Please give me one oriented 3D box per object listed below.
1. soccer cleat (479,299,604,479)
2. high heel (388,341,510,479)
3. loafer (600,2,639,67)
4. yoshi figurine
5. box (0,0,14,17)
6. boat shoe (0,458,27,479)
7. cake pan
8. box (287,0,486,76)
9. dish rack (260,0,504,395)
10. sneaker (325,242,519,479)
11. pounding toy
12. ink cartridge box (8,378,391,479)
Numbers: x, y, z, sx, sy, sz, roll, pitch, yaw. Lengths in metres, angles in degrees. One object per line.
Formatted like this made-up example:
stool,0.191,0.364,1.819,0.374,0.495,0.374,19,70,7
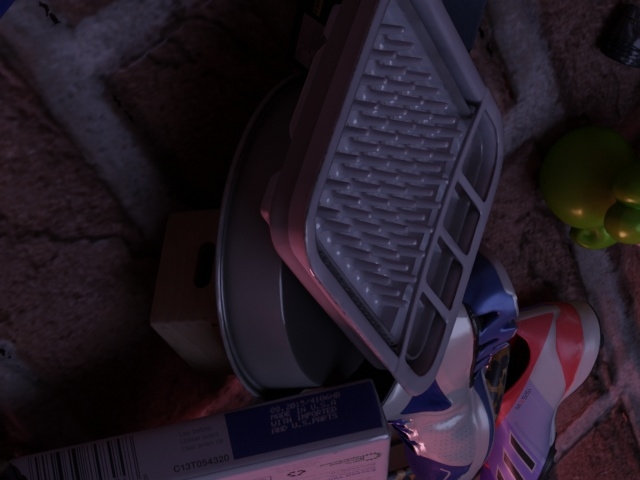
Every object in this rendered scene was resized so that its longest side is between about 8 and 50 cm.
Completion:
soccer cleat,0.232,0.202,2.015,0.116,0.108,0.318,2,127,-23
high heel,0.099,0.206,1.861,0.186,0.093,0.261,15,115,-53
loafer,0.369,-0.216,1.791,0.170,0.062,0.061,-4,121,-48
yoshi figurine,0.362,-0.075,1.864,0.203,0.203,0.362,-20,176,30
box,-0.278,-0.171,1.138,0.225,0.036,0.136,-50,146,2
boat shoe,-0.273,0.216,1.338,0.092,0.285,0.103,-62,-177,5
cake pan,0.000,0.000,1.469,0.293,0.054,0.293,7,90,-65
box,0.077,-0.255,1.428,0.183,0.059,0.232,-17,135,-39
dish rack,0.053,-0.051,1.411,0.333,0.072,0.285,53,52,-57
sneaker,0.080,0.140,1.693,0.182,0.127,0.315,-19,142,-20
pounding toy,-0.076,0.027,1.467,0.130,0.100,0.141,54,38,-55
ink cartridge box,-0.101,0.246,1.562,0.324,0.071,0.330,-13,155,-6
